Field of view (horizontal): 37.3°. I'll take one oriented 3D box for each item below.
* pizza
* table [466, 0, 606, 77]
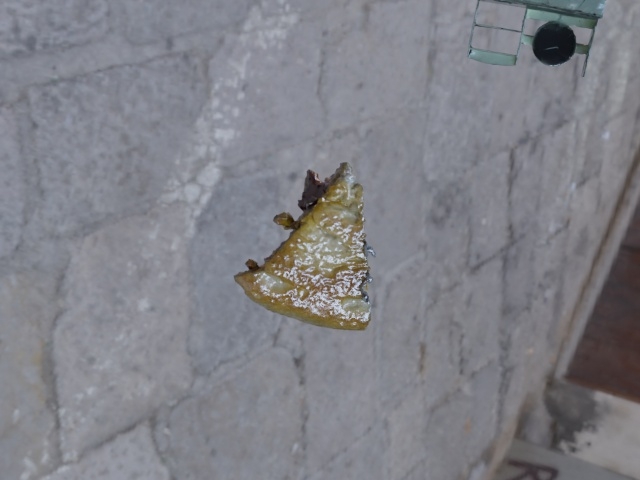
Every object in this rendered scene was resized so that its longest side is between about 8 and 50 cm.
[{"bbox_3d":[0.001,0.000,0.997,0.069,0.154,0.194,-77,-174,-64],"label":"pizza"},{"bbox_3d":[0.261,-0.290,1.128,0.062,0.146,0.175,-50,151,-77],"label":"table"}]
